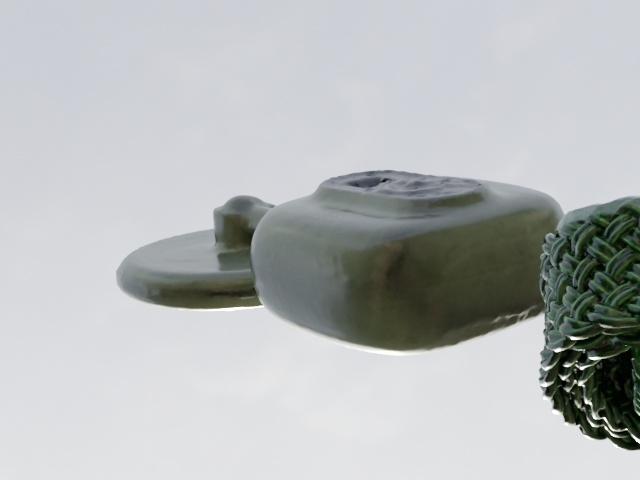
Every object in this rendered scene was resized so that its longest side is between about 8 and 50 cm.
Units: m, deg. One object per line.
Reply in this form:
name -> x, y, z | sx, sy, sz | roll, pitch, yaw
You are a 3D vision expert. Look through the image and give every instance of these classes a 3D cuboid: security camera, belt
security camera -> 0.000, 0.000, 1.027 | 0.157, 0.301, 0.080 | -16, -76, -36
belt -> 0.146, 0.029, 0.730 | 0.151, 0.121, 0.079 | 43, -133, -52
